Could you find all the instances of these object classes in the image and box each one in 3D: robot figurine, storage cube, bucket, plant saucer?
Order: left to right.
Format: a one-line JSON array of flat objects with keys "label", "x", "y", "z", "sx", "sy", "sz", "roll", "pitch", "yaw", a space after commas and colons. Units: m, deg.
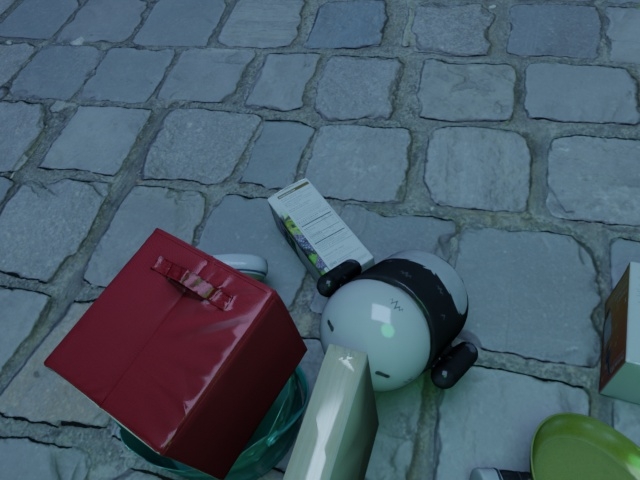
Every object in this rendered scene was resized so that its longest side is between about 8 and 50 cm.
[{"label": "storage cube", "x": -0.156, "y": 0.135, "z": 0.637, "sx": 0.184, "sy": 0.215, "sz": 0.193, "roll": 25, "pitch": 68, "yaw": 23}, {"label": "bucket", "x": -0.156, "y": 0.226, "z": 0.813, "sx": 0.282, "sy": 0.183, "sz": 0.281, "roll": -4, "pitch": 54, "yaw": 6}, {"label": "robot figurine", "x": 0.117, "y": 0.116, "z": 0.821, "sx": 0.209, "sy": 0.173, "sz": 0.278, "roll": -4, "pitch": 12, "yaw": 36}, {"label": "plant saucer", "x": 0.365, "y": 0.337, "z": 0.685, "sx": 0.241, "sy": 0.037, "sz": 0.240, "roll": 16, "pitch": 39, "yaw": -13}]

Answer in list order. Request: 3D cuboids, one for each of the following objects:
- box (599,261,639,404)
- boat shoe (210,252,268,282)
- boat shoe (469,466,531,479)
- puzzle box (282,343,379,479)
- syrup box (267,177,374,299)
[{"label": "box", "x": 0.487, "y": 0.141, "z": 0.805, "sx": 0.091, "sy": 0.130, "sz": 0.170, "roll": 13, "pitch": 57, "yaw": 17}, {"label": "boat shoe", "x": -0.237, "y": 0.097, "z": 0.984, "sx": 0.303, "sy": 0.109, "sz": 0.094, "roll": -13, "pitch": 68, "yaw": 10}, {"label": "boat shoe", "x": 0.260, "y": 0.410, "z": 0.634, "sx": 0.102, "sy": 0.108, "sz": 0.301, "roll": 1, "pitch": 30, "yaw": -1}, {"label": "puzzle box", "x": -0.013, "y": 0.362, "z": 0.636, "sx": 0.052, "sy": 0.272, "sz": 0.408, "roll": 11, "pitch": 56, "yaw": 17}, {"label": "syrup box", "x": 0.000, "y": 0.000, "z": 1.008, "sx": 0.096, "sy": 0.093, "sz": 0.236, "roll": -30, "pitch": 55, "yaw": -13}]
